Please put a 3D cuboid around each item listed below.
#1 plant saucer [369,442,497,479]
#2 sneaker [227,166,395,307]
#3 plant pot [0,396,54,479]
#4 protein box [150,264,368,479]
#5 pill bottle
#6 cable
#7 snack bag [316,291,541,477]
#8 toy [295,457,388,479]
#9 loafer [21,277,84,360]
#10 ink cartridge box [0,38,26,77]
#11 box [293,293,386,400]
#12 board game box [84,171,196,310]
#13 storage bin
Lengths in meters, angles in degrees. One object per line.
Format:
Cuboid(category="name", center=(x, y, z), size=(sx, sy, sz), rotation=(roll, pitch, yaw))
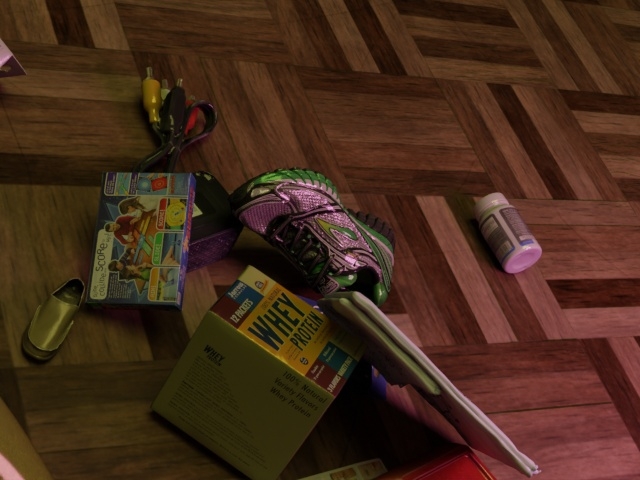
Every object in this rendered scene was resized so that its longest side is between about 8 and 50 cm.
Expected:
Cuboid(category="plant saucer", center=(0.211, 0.395, 1.656), size=(0.258, 0.047, 0.259), rotation=(49, 28, 19))
Cuboid(category="sneaker", center=(0.000, 0.000, 1.852), size=(0.344, 0.134, 0.146), rotation=(28, 45, -37))
Cuboid(category="plant pot", center=(-0.448, 0.241, 1.337), size=(0.293, 0.275, 0.274), rotation=(41, 40, -12))
Cuboid(category="protein box", center=(-0.083, 0.184, 1.614), size=(0.200, 0.201, 0.136), rotation=(34, 34, 3))
Cuboid(category="pill bottle", center=(0.334, -0.015, 2.162), size=(0.078, 0.078, 0.137), rotation=(-4, 52, -33))
Cuboid(category="cable", center=(-0.253, -0.160, 1.996), size=(0.139, 0.072, 0.287), rotation=(29, 51, -28))
Cuboid(category="snack bag", center=(0.135, 0.196, 1.668), size=(0.342, 0.323, 0.037), rotation=(44, 82, -3))
Cuboid(category="toy", center=(0.024, 0.366, 1.622), size=(0.237, 0.056, 0.137), rotation=(-6, 52, -35))
Cuboid(category="loafer", center=(-0.367, 0.103, 1.651), size=(0.056, 0.050, 0.148), rotation=(24, 42, -8))
Cuboid(category="ink cartridge box", center=(-0.554, -0.307, 1.862), size=(0.061, 0.104, 0.181), rotation=(-54, 125, -28))
Cuboid(category="box", center=(0.006, 0.157, 1.832), size=(0.225, 0.036, 0.136), rotation=(19, 43, -16))
Cuboid(category="board game box", center=(-0.257, 0.000, 1.722), size=(0.136, 0.035, 0.201), rotation=(2, 72, 10))
Cuboid(category="storage bin", center=(-0.219, -0.022, 1.837), size=(0.180, 0.084, 0.122), rotation=(-22, 63, -42))
